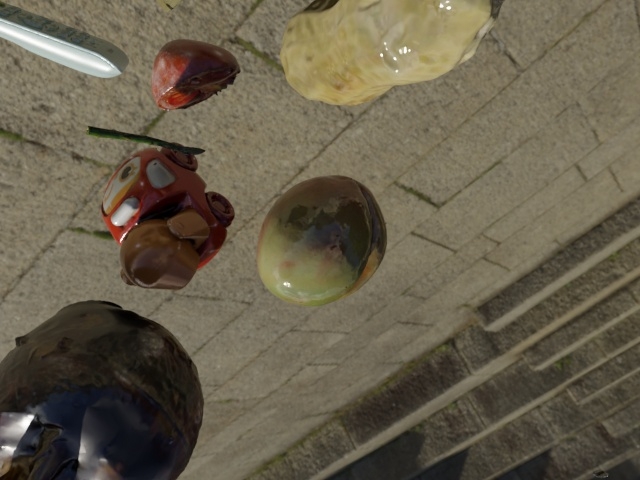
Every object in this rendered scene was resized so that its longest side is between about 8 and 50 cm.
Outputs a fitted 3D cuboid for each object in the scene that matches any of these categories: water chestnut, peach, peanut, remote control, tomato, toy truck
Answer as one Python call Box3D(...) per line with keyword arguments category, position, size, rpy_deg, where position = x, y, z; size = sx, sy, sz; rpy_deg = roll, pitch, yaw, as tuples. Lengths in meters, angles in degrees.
Box3D(category="water chestnut", position=(-0.348, 0.281, 0.826), size=(0.334, 0.347, 0.336), rpy_deg=(4, 124, 7))
Box3D(category="peach", position=(0.000, 0.000, 1.187), size=(0.292, 0.247, 0.293), rpy_deg=(-34, 135, -43))
Box3D(category="peanut", position=(0.060, -0.211, 0.580), size=(0.130, 0.130, 0.290), rpy_deg=(-13, -171, -29))
Box3D(category="remote control", position=(-0.435, -0.310, 0.836), size=(0.293, 0.103, 0.051), rpy_deg=(19, 112, -19))
Box3D(category="tomato", position=(-0.215, -0.288, 0.940), size=(0.159, 0.091, 0.139), rpy_deg=(-19, -176, 38))
Box3D(category="toy truck", position=(-0.296, -0.036, 1.015), size=(0.189, 0.265, 0.239), rpy_deg=(-42, 177, 22))

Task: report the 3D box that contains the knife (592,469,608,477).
Box3D(category="knife", position=(0.616, 0.513, 1.246), size=(0.023, 0.010, 0.170), rpy_deg=(-33, 154, 5))

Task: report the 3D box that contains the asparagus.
Box3D(category="asparagus", position=(-0.236, -0.135, 0.777), size=(0.162, 0.016, 0.016), rpy_deg=(8, 111, -35))

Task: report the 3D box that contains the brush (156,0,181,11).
Box3D(category="brush", position=(-0.165, -0.308, 0.643), size=(0.048, 0.282, 0.054), rpy_deg=(-34, 111, -16))
